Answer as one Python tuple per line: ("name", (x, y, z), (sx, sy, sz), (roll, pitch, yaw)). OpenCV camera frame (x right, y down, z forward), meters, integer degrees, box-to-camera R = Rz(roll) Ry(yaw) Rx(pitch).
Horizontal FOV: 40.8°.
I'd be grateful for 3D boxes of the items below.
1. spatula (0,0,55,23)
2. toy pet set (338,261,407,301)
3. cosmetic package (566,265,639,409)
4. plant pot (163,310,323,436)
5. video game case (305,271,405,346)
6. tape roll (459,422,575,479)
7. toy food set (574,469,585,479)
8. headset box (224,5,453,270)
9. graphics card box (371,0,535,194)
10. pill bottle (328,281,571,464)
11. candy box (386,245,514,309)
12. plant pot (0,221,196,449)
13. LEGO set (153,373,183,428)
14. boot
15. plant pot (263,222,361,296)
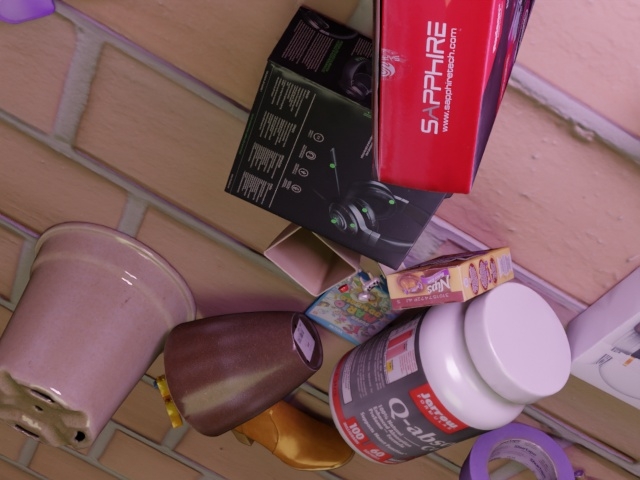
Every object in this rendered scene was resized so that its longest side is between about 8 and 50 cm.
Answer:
("spatula", (-0.325, -0.334, 1.138), (0.296, 0.030, 0.084), (2, 136, 23))
("toy pet set", (0.081, 0.064, 1.322), (0.114, 0.122, 0.065), (-29, 102, -2))
("cosmetic package", (0.557, 0.124, 1.164), (0.284, 0.097, 0.377), (26, 140, -6))
("plant pot", (-0.120, 0.212, 1.522), (0.230, 0.215, 0.215), (-22, 123, 23))
("video game case", (0.060, 0.114, 1.452), (0.119, 0.015, 0.166), (31, 140, -9))
("tape roll", (0.345, 0.425, 1.517), (0.189, 0.189, 0.080), (19, 139, 6))
("toy food set", (0.480, 0.454, 1.618), (0.122, 0.019, 0.078), (32, 140, -21))
("headset box", (0.049, -0.120, 1.112), (0.283, 0.131, 0.246), (25, 140, -1))
("graphics card box", (0.139, -0.246, 0.748), (0.094, 0.371, 0.233), (12, 137, 14))
("pill bottle", (0.192, 0.209, 1.340), (0.210, 0.210, 0.363), (37, 138, -15))
("candy box", (0.185, 0.050, 1.198), (0.109, 0.187, 0.053), (-10, 94, 33))
("plant pot", (-0.439, 0.189, 1.550), (0.334, 0.305, 0.334), (14, 138, 12))
("LEGO set", (-0.273, 0.278, 1.644), (0.087, 0.227, 0.093), (-21, 118, -11))
("boot", (-0.086, 0.351, 1.712), (0.295, 0.104, 0.211), (7, 137, 25))
("plant pot", (0.000, 0.000, 1.291), (0.109, 0.096, 0.109), (40, 137, -16))
